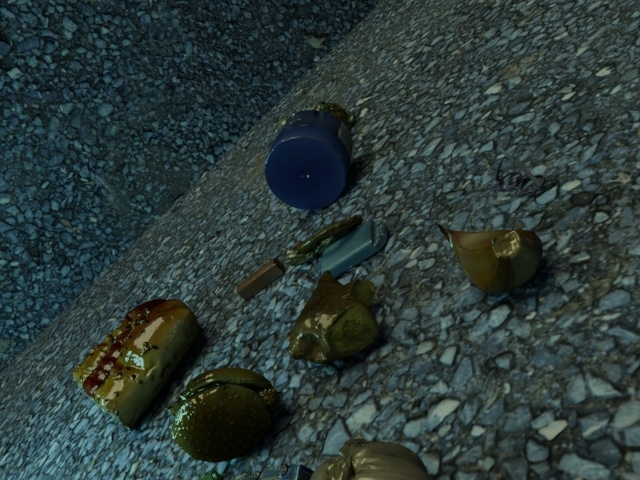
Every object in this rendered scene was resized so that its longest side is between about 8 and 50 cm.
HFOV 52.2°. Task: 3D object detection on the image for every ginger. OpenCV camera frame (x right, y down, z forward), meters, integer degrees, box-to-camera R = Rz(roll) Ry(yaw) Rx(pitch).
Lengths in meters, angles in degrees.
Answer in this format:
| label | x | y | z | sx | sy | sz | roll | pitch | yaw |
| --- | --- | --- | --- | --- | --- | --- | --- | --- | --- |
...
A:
| label | x | y | z | sx | sy | sz | roll | pitch | yaw |
| --- | --- | --- | --- | --- | --- | --- | --- | --- | --- |
| ginger | 0.023 | 0.156 | 1.371 | 0.218 | 0.123 | 0.270 | -35 | 14 | 9 |

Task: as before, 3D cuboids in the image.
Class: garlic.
| label | x | y | z | sx | sy | sz | roll | pitch | yaw |
| --- | --- | --- | --- | --- | --- | --- | --- | --- | --- |
| garlic | 0.304 | 0.034 | 1.144 | 0.206 | 0.128 | 0.115 | -167 | 78 | -67 |
| garlic | 0.058 | 0.371 | 0.890 | 0.227 | 0.152 | 0.228 | -32 | 30 | 22 |

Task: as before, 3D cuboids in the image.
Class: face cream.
| label | x | y | z | sx | sy | sz | roll | pitch | yaw |
| --- | --- | --- | --- | --- | --- | --- | --- | --- | --- |
| face cream | -0.031 | -0.251 | 2.003 | 0.249 | 0.249 | 0.225 | -31 | 22 | 25 |

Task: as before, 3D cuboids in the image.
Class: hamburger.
| label | x | y | z | sx | sy | sz | roll | pitch | yaw |
| --- | --- | --- | --- | --- | --- | --- | --- | --- | --- |
| hamburger | -0.184 | 0.343 | 1.293 | 0.215 | 0.189 | 0.122 | -33 | 34 | 16 |

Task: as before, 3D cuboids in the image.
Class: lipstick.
| label | x | y | z | sx | sy | sz | roll | pitch | yaw |
| --- | --- | --- | --- | --- | --- | --- | --- | --- | --- |
| lipstick | -0.169 | 0.109 | 1.851 | 0.145 | 0.045 | 0.045 | -36 | 26 | 14 |

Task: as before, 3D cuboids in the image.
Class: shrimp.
| label | x | y | z | sx | sy | sz | roll | pitch | yaw |
| --- | --- | --- | --- | --- | --- | --- | --- | --- | --- |
| shrimp | 0.001 | 0.001 | 1.686 | 0.253 | 0.058 | 0.173 | -30 | -5 | 22 |

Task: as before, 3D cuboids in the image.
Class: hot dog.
| label | x | y | z | sx | sy | sz | roll | pitch | yaw |
| --- | --- | --- | --- | --- | --- | --- | --- | --- | --- |
| hot dog | -0.511 | 0.319 | 1.863 | 0.365 | 0.196 | 0.367 | -49 | 26 | -24 |

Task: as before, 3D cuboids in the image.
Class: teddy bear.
| label | x | y | z | sx | sy | sz | roll | pitch | yaw |
| --- | --- | --- | --- | --- | --- | --- | --- | --- | --- |
| teddy bear | 0.008 | -0.406 | 2.334 | 0.267 | 0.156 | 0.256 | 16 | 52 | 17 |

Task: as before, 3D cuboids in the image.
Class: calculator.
| label | x | y | z | sx | sy | sz | roll | pitch | yaw |
| --- | --- | --- | --- | --- | --- | --- | --- | --- | --- |
| calculator | 0.076 | 0.022 | 1.615 | 0.210 | 0.039 | 0.121 | -34 | 23 | 21 |

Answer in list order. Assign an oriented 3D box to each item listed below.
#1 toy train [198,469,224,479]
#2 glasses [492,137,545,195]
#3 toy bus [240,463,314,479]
| label | x | y | z | sx | sy | sz | roll | pitch | yaw |
| --- | --- | --- | --- | --- | --- | --- | --- | --- | --- |
| toy train | -0.172 | 0.476 | 1.134 | 0.071 | 0.105 | 0.178 | -33 | 21 | -9 |
| glasses | 0.387 | -0.152 | 1.334 | 0.062 | 0.104 | 0.140 | -44 | 26 | -9 |
| toy bus | -0.078 | 0.430 | 1.138 | 0.153 | 0.051 | 0.061 | -25 | 41 | 35 |
